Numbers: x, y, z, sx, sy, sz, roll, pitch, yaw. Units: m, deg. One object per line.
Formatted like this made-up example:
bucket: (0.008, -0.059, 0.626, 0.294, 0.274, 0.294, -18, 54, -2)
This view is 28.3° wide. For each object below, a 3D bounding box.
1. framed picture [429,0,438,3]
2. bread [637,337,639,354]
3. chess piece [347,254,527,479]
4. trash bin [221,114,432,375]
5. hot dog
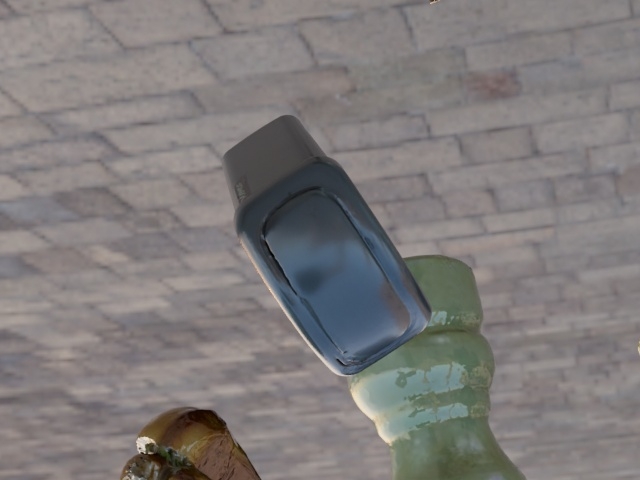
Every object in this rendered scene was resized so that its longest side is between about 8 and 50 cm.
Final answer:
framed picture: (0.272, -0.346, 1.520, 0.260, 0.023, 0.189, -26, -171, -13)
bread: (0.502, 0.086, 1.341, 0.198, 0.263, 0.236, -24, 140, -50)
chess piece: (0.142, 0.246, 1.412, 0.234, 0.442, 0.234, -12, 159, -5)
trash bin: (0.000, 0.000, 1.060, 0.101, 0.177, 0.236, -35, -157, 3)
hot dog: (-0.083, 0.243, 1.004, 0.100, 0.135, 0.337, -13, 141, 9)
